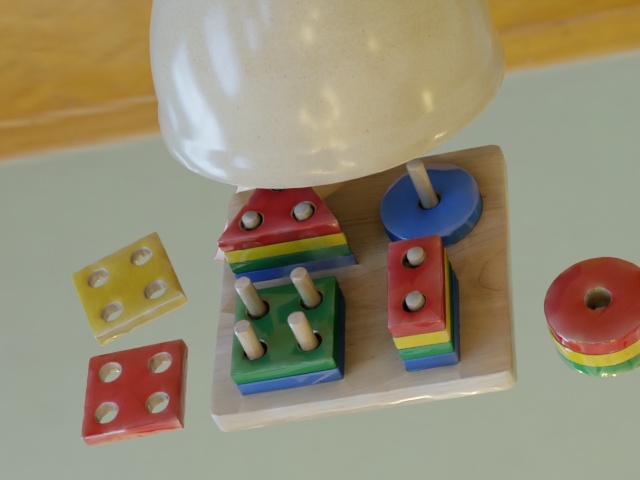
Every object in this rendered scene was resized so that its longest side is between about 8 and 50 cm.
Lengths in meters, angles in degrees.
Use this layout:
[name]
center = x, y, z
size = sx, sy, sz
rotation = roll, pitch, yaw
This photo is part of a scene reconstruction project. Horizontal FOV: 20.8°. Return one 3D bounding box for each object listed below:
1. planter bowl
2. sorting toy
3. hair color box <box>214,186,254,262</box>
[planter bowl]
center = -0.005, -0.113, 0.774
size = 0.162, 0.109, 0.162
rotation = -9, -147, 6
[sorting toy]
center = 0.006, 0.011, 0.768
size = 0.275, 0.132, 0.046
rotation = -10, 138, 15
[hair color box]
center = 0.000, 0.000, 1.287
size = 0.141, 0.072, 0.043
rotation = 18, -171, -1
